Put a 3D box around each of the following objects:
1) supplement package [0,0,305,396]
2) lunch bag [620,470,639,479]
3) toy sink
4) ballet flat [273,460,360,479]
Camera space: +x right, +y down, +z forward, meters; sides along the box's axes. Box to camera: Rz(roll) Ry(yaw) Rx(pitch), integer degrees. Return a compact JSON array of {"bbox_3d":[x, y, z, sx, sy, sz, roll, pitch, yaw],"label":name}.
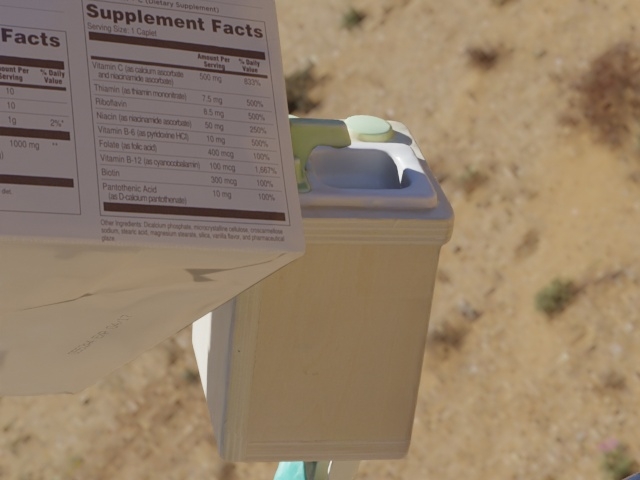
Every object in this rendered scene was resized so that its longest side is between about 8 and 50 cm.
[{"bbox_3d":[-0.163,-0.026,0.799,0.262,0.204,0.145,-33,60,54],"label":"supplement package"},{"bbox_3d":[0.228,0.276,0.997,0.258,0.293,0.120,-27,-17,17],"label":"lunch bag"},{"bbox_3d":[0.000,0.000,1.079,0.131,0.234,0.153,0,26,-12],"label":"toy sink"},{"bbox_3d":[0.012,0.160,1.622,0.087,0.083,0.247,-10,64,41],"label":"ballet flat"}]
